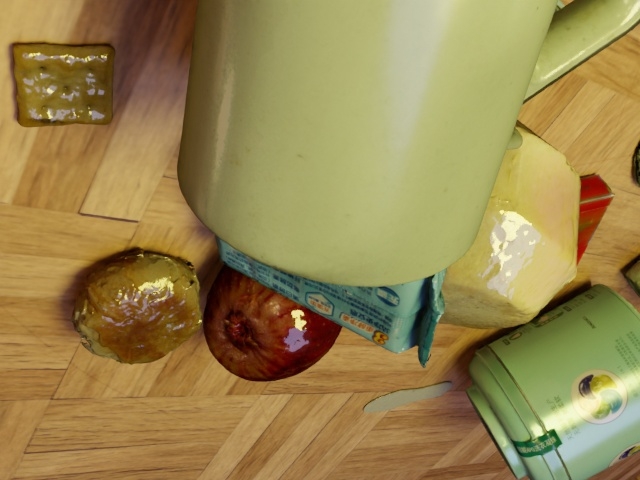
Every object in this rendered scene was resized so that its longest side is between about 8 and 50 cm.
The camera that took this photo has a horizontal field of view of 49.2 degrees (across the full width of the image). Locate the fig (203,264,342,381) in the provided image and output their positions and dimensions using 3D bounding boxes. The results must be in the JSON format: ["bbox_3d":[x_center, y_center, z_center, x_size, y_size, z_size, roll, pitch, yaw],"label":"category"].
[{"bbox_3d":[-0.036,0.074,0.864,0.207,0.175,0.175,-25,152,-48],"label":"fig"}]

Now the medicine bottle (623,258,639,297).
[{"bbox_3d":[0.649,0.073,1.254,0.143,0.147,0.147,-39,141,12],"label":"medicine bottle"}]

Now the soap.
[{"bbox_3d":[0.000,0.000,0.700,0.077,0.293,0.156,-50,159,-37],"label":"soap"}]

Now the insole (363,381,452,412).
[{"bbox_3d":[0.172,0.302,1.351,0.197,0.004,0.065,-8,138,-23],"label":"insole"}]

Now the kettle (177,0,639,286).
[{"bbox_3d":[0.092,-0.190,0.478,0.361,0.250,0.377,-3,132,-18],"label":"kettle"}]

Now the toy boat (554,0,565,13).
[{"bbox_3d":[0.220,-0.226,0.726,0.173,0.059,0.069,20,123,-43],"label":"toy boat"}]

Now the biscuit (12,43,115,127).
[{"bbox_3d":[-0.221,-0.134,0.607,0.083,0.018,0.081,-6,137,-26],"label":"biscuit"}]

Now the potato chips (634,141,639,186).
[{"bbox_3d":[0.551,-0.160,1.030,0.202,0.029,0.220,15,123,-41],"label":"potato chips"}]

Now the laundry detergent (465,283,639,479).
[{"bbox_3d":[0.436,0.271,1.244,0.305,0.287,0.287,-30,142,2],"label":"laundry detergent"}]

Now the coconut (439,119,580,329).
[{"bbox_3d":[0.170,-0.038,0.782,0.259,0.259,0.259,-16,141,-14],"label":"coconut"}]

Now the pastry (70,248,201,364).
[{"bbox_3d":[-0.207,0.078,0.807,0.153,0.081,0.153,-13,140,-11],"label":"pastry"}]

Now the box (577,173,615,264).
[{"bbox_3d":[0.358,-0.015,1.060,0.112,0.048,0.175,-12,140,-17],"label":"box"}]
